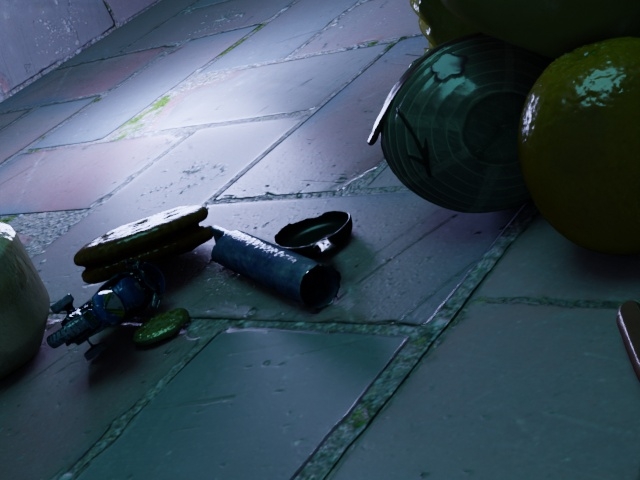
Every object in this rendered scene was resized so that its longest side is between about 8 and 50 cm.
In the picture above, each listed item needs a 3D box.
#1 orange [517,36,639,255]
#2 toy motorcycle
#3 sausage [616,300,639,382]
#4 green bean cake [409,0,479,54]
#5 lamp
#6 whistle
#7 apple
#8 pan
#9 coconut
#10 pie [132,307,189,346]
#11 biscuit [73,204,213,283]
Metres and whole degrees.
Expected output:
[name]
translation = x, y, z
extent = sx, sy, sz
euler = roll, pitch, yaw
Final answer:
[orange]
translation = 0.319, -0.098, 1.149
extent = 0.236, 0.236, 0.236
euler = -20, 24, 9
[toy motorcycle]
translation = -0.287, 0.090, 1.474
extent = 0.136, 0.092, 0.254
euler = -33, 3, 10
[sausage]
translation = 0.300, 0.100, 0.992
extent = 0.035, 0.030, 0.147
euler = -19, 24, 10
[green bean cake]
translation = 0.289, -0.473, 1.903
extent = 0.310, 0.285, 0.202
euler = -23, 19, 0
[lamp]
translation = 0.202, -0.147, 1.369
extent = 0.265, 0.233, 0.233
euler = -32, 24, -2
[whistle]
translation = -0.075, 0.030, 1.462
extent = 0.062, 0.062, 0.304
euler = -34, 25, -20
[apple]
translation = 0.274, -0.345, 1.234
extent = 0.292, 0.254, 0.292
euler = 17, 28, -10
[pan]
translation = 0.001, 0.003, 1.461
extent = 0.115, 0.040, 0.212
euler = -23, 15, -5
[coconut]
translation = -0.531, 0.083, 1.548
extent = 0.245, 0.247, 0.245
euler = -20, 25, 10
[pie]
translation = -0.217, 0.117, 1.466
extent = 0.085, 0.017, 0.085
euler = -21, 21, 8
[biscuit]
translation = -0.267, 0.006, 1.632
extent = 0.221, 0.066, 0.220
euler = -20, 8, 3
